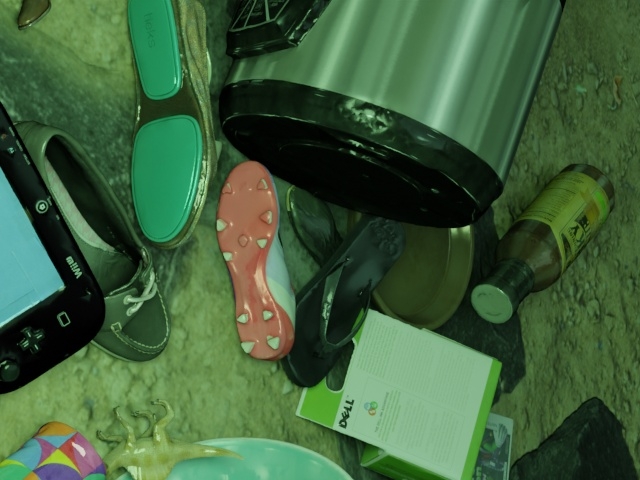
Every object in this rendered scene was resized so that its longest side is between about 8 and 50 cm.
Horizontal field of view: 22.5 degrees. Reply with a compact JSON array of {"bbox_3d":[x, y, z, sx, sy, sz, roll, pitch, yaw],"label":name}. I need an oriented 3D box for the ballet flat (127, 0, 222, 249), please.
[{"bbox_3d":[-0.160,-0.146,1.877,0.106,0.108,0.316,6,83,-64],"label":"ballet flat"}]

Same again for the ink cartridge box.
[{"bbox_3d":[0.094,0.209,2.169,0.255,0.097,0.188,23,65,-10],"label":"ink cartridge box"}]

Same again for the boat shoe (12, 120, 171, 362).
[{"bbox_3d":[-0.246,0.010,1.756,0.335,0.095,0.112,58,47,-30],"label":"boat shoe"}]

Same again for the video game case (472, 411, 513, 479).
[{"bbox_3d":[0.222,0.340,2.356,0.173,0.022,0.190,22,70,-47],"label":"video game case"}]

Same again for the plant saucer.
[{"bbox_3d":[0.124,-0.010,2.255,0.278,0.041,0.278,7,81,-50],"label":"plant saucer"}]

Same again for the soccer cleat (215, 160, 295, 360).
[{"bbox_3d":[-0.074,0.026,1.992,0.095,0.083,0.248,-6,89,-74],"label":"soccer cleat"}]

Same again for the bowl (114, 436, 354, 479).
[{"bbox_3d":[-0.099,0.374,1.783,0.311,0.311,0.163,-37,134,-46],"label":"bowl"}]

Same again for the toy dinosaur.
[{"bbox_3d":[-0.186,0.231,1.819,0.183,0.053,0.092,-5,69,-22],"label":"toy dinosaur"}]

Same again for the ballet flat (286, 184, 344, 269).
[{"bbox_3d":[0.000,0.000,2.111,0.057,0.049,0.173,-37,113,-15],"label":"ballet flat"}]

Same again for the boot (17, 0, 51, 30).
[{"bbox_3d":[-0.329,-0.297,1.729,0.114,0.037,0.106,56,35,-36],"label":"boot"}]

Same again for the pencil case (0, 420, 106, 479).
[{"bbox_3d":[-0.325,0.282,1.640,0.236,0.104,0.104,-39,116,-43],"label":"pencil case"}]

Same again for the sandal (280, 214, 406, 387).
[{"bbox_3d":[0.029,0.072,2.072,0.097,0.054,0.254,37,78,-31],"label":"sandal"}]

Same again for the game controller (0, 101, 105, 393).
[{"bbox_3d":[-0.344,-0.002,1.633,0.166,0.067,0.319,-30,114,-12],"label":"game controller"}]

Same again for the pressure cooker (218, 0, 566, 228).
[{"bbox_3d":[0.099,-0.264,1.963,0.375,0.370,0.420,64,45,-73],"label":"pressure cooker"}]

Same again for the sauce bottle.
[{"bbox_3d":[0.337,0.007,2.459,0.344,0.111,0.111,-45,121,-41],"label":"sauce bottle"}]
